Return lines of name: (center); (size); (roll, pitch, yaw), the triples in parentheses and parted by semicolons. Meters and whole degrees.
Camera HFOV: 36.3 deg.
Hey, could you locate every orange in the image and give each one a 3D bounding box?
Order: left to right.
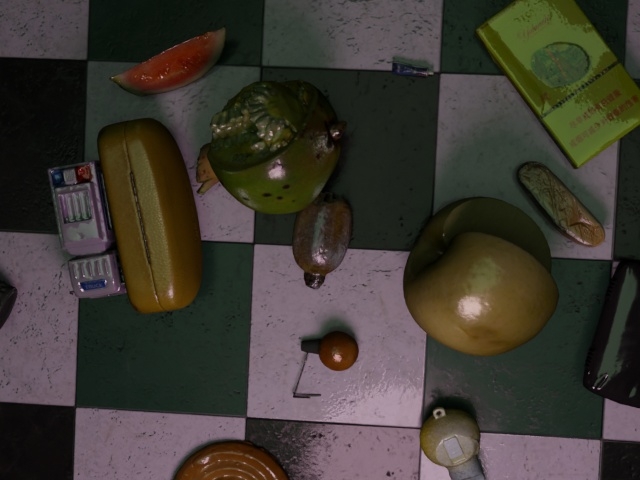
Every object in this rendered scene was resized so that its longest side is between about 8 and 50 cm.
orange: (0.036, 0.217, 1.915); (0.085, 0.085, 0.084); (0, 92, 4)

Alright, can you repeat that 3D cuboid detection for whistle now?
whistle: (0.266, 0.411, 1.904); (0.123, 0.123, 0.223); (-24, 111, 5)

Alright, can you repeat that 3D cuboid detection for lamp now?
lamp: (-0.027, 0.255, 1.945); (0.054, 0.041, 0.121); (3, 90, 12)

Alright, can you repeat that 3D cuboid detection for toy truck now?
toy truck: (-0.446, -0.018, 1.903); (0.125, 0.155, 0.267); (-10, 92, 5)

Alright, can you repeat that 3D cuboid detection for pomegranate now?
pomegranate: (-0.110, -0.170, 1.841); (0.341, 0.260, 0.260); (-16, 91, 37)

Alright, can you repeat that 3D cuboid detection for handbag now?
handbag: (0.644, 0.189, 1.864); (0.244, 0.088, 0.275); (16, 90, 1)

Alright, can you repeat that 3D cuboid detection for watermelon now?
watermelon: (-0.285, -0.345, 1.898); (0.245, 0.119, 0.063); (-21, 79, 5)

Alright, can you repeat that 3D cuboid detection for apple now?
apple: (0.297, 0.068, 1.788); (0.254, 0.292, 0.292); (36, 95, -21)

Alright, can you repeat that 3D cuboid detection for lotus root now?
lotus root: (0.000, 0.000, 1.905); (0.113, 0.088, 0.191); (10, 93, -3)

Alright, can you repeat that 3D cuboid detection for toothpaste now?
toothpaste: (0.181, -0.334, 1.912); (0.083, 0.019, 0.027); (9, 110, 8)

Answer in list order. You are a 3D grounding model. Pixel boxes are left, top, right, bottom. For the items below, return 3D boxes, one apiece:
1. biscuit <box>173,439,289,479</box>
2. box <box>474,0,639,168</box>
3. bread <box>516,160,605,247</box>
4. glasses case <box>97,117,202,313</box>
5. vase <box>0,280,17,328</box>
biscuit: (-0.181, 0.533, 1.965); (0.262, 0.037, 0.261); (0, 92, 5)
box: (0.468, -0.325, 1.876); (0.187, 0.047, 0.335); (-36, 90, 5)
bread: (0.459, -0.067, 1.883); (0.073, 0.053, 0.214); (-43, 86, 1)
glasses case: (-0.316, -0.050, 1.883); (0.141, 0.173, 0.371); (-10, 94, 6)
vase: (-0.760, 0.070, 1.948); (0.301, 0.156, 0.251); (25, 68, -2)
